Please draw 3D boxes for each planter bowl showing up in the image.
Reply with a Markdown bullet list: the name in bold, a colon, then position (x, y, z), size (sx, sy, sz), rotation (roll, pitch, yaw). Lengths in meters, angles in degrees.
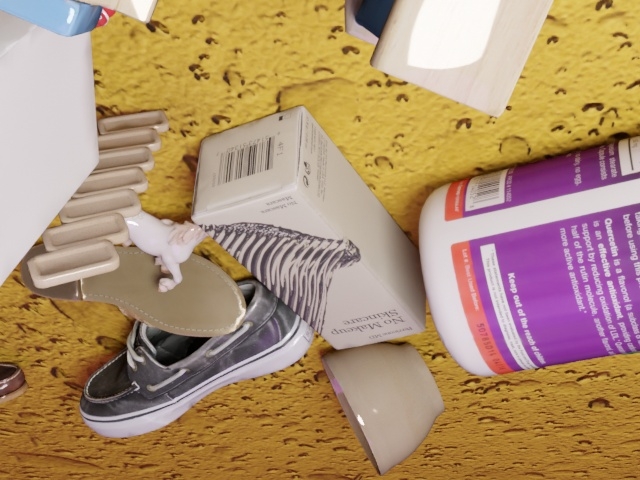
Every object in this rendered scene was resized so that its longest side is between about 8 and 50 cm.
- **planter bowl**: position (0.084, 0.190, 1.126), size (0.109, 0.162, 0.162), rotation (-27, 146, -7)

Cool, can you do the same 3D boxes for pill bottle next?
- **pill bottle**: position (0.260, 0.006, 0.791), size (0.323, 0.181, 0.181), rotation (-13, 144, 22)

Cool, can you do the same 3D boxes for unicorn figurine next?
- **unicorn figurine**: position (-0.158, -0.002, 0.908), size (0.162, 0.060, 0.111), rotation (15, 140, -14)

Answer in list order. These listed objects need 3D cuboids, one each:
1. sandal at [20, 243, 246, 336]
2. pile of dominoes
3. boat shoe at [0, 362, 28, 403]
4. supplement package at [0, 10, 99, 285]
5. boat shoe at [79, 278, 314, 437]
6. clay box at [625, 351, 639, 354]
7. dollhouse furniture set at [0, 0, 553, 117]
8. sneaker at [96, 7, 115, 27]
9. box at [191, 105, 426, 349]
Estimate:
- **sandal**: position (-0.195, 0.046, 0.997), size (0.240, 0.088, 0.079), rotation (11, 178, -1)
- **pile of dominoes**: position (-0.228, -0.028, 0.704), size (0.196, 0.251, 0.040), rotation (1, 126, 1)
- **boat shoe**: position (-0.491, 0.185, 1.207), size (0.207, 0.073, 0.073), rotation (-9, 105, 6)
- **supplement package**: position (-0.281, -0.081, 0.602), size (0.203, 0.194, 0.149), rotation (12, 128, 8)
- **boat shoe**: position (-0.171, 0.125, 1.077), size (0.335, 0.121, 0.119), rotation (-28, 130, 21)
- **clay box**: position (0.348, 0.050, 0.970), size (0.128, 0.053, 0.222), rotation (-15, 144, 24)
- **dollhouse furniture set**: position (-0.040, -0.222, 0.346), size (0.304, 0.198, 0.286), rotation (21, 104, -8)
- **sneaker**: position (-0.169, -0.192, 0.638), size (0.067, 0.042, 0.118), rotation (17, 152, -15)
- **box**: position (0.000, 0.000, 0.874), size (0.113, 0.094, 0.275), rotation (-16, 142, 25)
